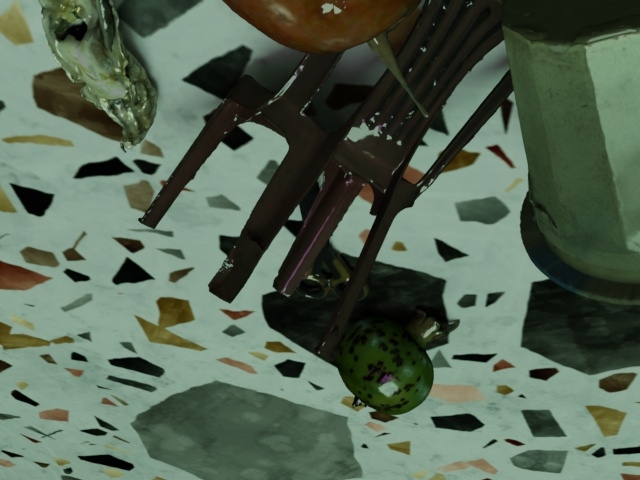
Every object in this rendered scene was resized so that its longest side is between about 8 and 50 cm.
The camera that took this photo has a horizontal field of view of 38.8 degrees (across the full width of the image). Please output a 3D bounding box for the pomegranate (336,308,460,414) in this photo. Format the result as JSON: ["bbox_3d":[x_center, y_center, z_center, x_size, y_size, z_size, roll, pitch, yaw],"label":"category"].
[{"bbox_3d":[0.091,0.133,1.066,0.161,0.122,0.122,-40,134,0],"label":"pomegranate"}]

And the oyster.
[{"bbox_3d":[-0.184,-0.172,0.732,0.106,0.061,0.200,24,143,8],"label":"oyster"}]

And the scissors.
[{"bbox_3d":[0.000,0.000,0.958,0.088,0.017,0.220,3,145,12],"label":"scissors"}]

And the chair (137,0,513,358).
[{"bbox_3d":[0.019,-0.094,0.737,0.176,0.183,0.326,31,95,-28],"label":"chair"}]

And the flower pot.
[{"bbox_3d":[0.223,-0.099,0.642,0.212,0.212,0.202,-9,127,23],"label":"flower pot"}]

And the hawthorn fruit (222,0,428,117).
[{"bbox_3d":[0.002,-0.182,0.582,0.149,0.149,0.189,-9,137,23],"label":"hawthorn fruit"}]
